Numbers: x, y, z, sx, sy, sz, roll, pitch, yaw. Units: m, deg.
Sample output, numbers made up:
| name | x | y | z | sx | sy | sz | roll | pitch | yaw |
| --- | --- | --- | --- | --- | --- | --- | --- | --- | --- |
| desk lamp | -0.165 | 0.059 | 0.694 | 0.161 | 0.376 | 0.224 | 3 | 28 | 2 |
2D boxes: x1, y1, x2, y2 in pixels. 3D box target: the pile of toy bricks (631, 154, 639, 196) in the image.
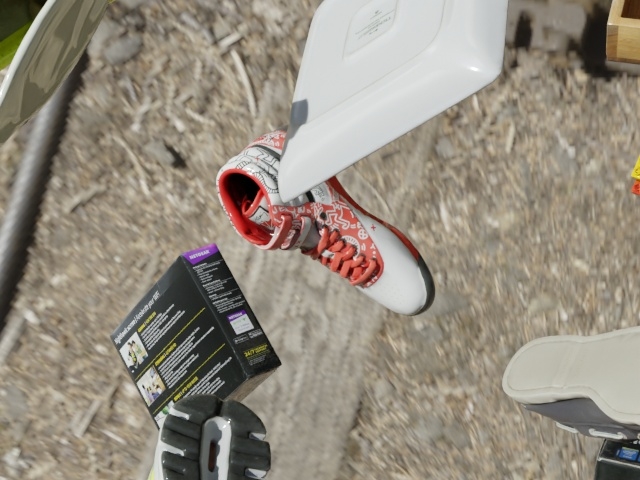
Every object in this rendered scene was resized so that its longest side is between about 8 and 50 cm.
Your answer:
| name | x | y | z | sx | sy | sz | roll | pitch | yaw |
| --- | --- | --- | --- | --- | --- | --- | --- | --- | --- |
| pile of toy bricks | 0.253 | -0.122 | 0.905 | 0.118 | 0.105 | 0.212 | 21 | 87 | 33 |

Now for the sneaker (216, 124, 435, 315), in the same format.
| name | x | y | z | sx | sy | sz | roll | pitch | yaw |
| --- | --- | --- | --- | --- | --- | --- | --- | --- | --- |
| sneaker | -0.001 | 0.000 | 1.676 | 0.270 | 0.145 | 0.090 | 50 | 129 | 5 |

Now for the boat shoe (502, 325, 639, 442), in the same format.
| name | x | y | z | sx | sy | sz | roll | pitch | yaw |
| --- | --- | --- | --- | --- | --- | --- | --- | --- | --- |
| boat shoe | 0.217 | 0.107 | 1.066 | 0.206 | 0.065 | 0.075 | -2 | 53 | 57 |

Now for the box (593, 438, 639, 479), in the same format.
| name | x | y | z | sx | sy | sz | roll | pitch | yaw |
| --- | --- | --- | --- | --- | --- | --- | --- | --- | --- |
| box | 0.411 | 0.337 | 1.455 | 0.322 | 0.079 | 0.257 | 10 | 113 | 19 |

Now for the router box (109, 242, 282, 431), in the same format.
| name | x | y | z | sx | sy | sz | roll | pitch | yaw |
| --- | --- | --- | --- | --- | --- | --- | --- | --- | --- |
| router box | -0.122 | 0.103 | 1.433 | 0.046 | 0.179 | 0.133 | -19 | 74 | -39 |

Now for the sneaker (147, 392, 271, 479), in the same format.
| name | x | y | z | sx | sy | sz | roll | pitch | yaw |
| --- | --- | --- | --- | --- | --- | --- | --- | --- | --- |
| sneaker | -0.068 | 0.189 | 0.806 | 0.082 | 0.094 | 0.208 | 17 | 47 | -8 |

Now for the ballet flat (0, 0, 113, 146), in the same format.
| name | x | y | z | sx | sy | sz | roll | pitch | yaw |
| --- | --- | --- | --- | --- | --- | --- | --- | --- | --- |
| ballet flat | -0.119 | -0.030 | 0.353 | 0.077 | 0.077 | 0.231 | 40 | 71 | 18 |

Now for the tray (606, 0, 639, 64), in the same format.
| name | x | y | z | sx | sy | sz | roll | pitch | yaw |
| --- | --- | --- | --- | --- | --- | --- | --- | --- | --- |
| tray | 0.490 | -0.382 | 1.876 | 0.203 | 0.076 | 0.410 | 9 | 57 | 15 |

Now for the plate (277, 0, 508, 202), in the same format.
| name | x | y | z | sx | sy | sz | roll | pitch | yaw |
| --- | --- | --- | --- | --- | --- | --- | --- | --- | --- |
| plate | 0.064 | -0.197 | 1.444 | 0.277 | 0.045 | 0.278 | -30 | 35 | 38 |
